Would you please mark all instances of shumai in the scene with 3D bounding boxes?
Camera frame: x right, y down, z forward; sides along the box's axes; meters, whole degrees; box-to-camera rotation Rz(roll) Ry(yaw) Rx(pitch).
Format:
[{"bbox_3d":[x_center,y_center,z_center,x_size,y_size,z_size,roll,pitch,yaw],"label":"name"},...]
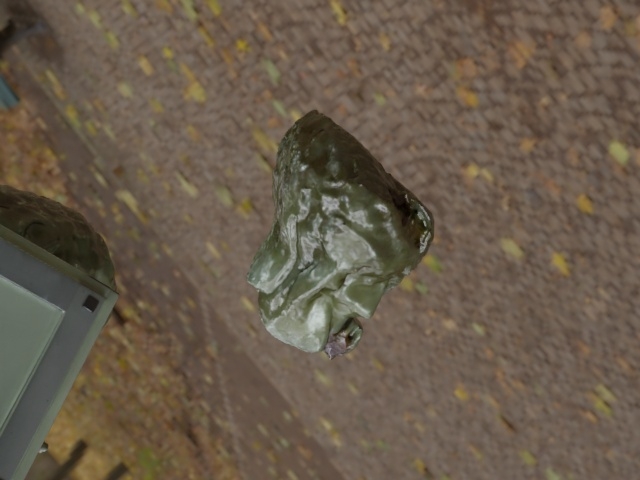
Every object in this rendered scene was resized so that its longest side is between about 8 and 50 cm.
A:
[{"bbox_3d":[-0.314,0.082,1.280,0.222,0.225,0.260,-109,21,-50],"label":"shumai"},{"bbox_3d":[0.001,-0.001,1.328,0.189,0.218,0.256,35,-175,-1],"label":"shumai"}]

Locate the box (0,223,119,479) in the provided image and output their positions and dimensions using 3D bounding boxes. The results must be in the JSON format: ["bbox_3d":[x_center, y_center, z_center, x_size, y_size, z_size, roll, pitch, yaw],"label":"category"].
[{"bbox_3d":[-0.337,0.091,1.115,0.225,0.225,0.117,34,163,-30],"label":"box"}]
